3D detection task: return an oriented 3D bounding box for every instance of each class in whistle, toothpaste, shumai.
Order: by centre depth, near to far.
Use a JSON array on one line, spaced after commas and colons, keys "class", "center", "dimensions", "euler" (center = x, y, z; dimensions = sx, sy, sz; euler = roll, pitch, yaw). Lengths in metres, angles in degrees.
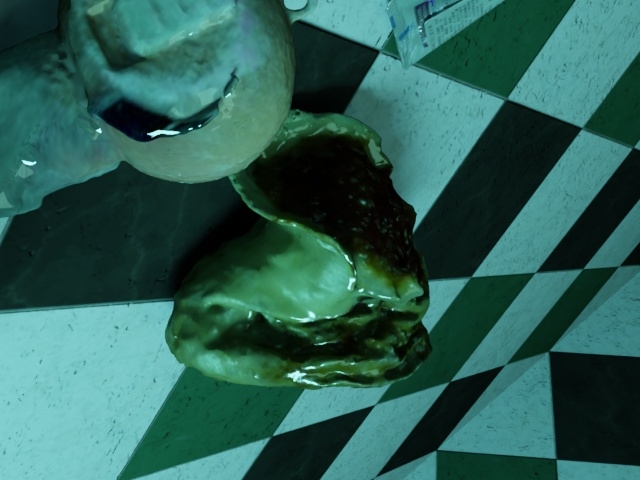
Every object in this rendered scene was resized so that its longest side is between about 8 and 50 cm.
[{"class": "whistle", "center": [-0.158, -0.098, 0.562], "dimensions": [0.347, 0.189, 0.189], "euler": [-27, 150, -6]}, {"class": "toothpaste", "center": [0.199, -0.305, 0.870], "dimensions": [0.299, 0.073, 0.114], "euler": [-36, 153, -3]}, {"class": "shumai", "center": [0.000, 0.000, 0.895], "dimensions": [0.330, 0.291, 0.289], "euler": [-12, 102, -58]}]
